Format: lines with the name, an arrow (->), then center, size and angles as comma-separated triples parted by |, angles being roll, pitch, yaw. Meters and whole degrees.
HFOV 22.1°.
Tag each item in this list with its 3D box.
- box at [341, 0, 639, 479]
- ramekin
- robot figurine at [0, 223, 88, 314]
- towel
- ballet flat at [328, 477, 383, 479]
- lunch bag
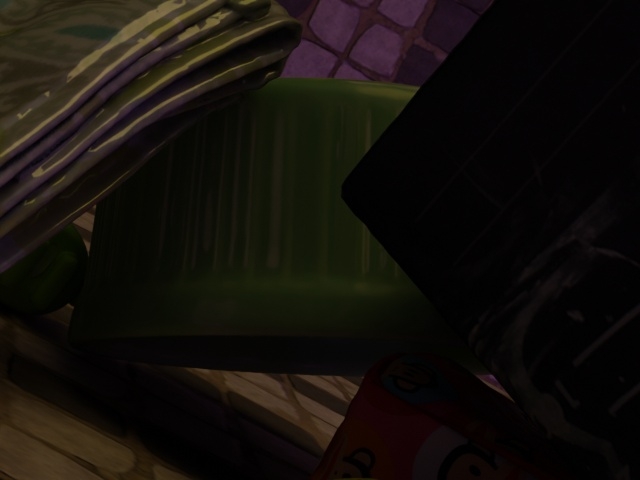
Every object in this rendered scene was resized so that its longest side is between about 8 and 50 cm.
box -> 0.353, -0.025, 0.703 | 0.472, 0.480, 0.297 | 49, 28, 18
ramekin -> 0.000, 0.000, 1.017 | 0.303, 0.148, 0.303 | 2, -9, 0
robot figurine -> -0.188, 0.010, 1.069 | 0.101, 0.067, 0.115 | 36, -1, -18
towel -> -0.241, -0.126, 0.850 | 0.374, 0.090, 0.320 | 30, 47, 21
ballet flat -> 0.078, 0.179, 0.708 | 0.231, 0.077, 0.077 | 32, 16, 15
lunch bag -> 0.134, 0.170, 0.887 | 0.258, 0.120, 0.293 | 31, 2, 17
